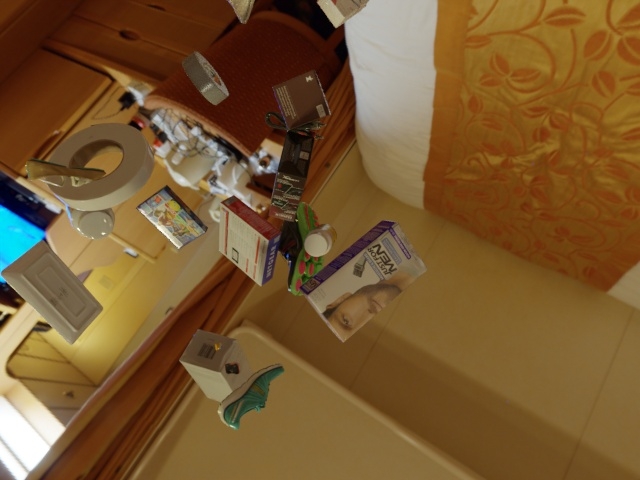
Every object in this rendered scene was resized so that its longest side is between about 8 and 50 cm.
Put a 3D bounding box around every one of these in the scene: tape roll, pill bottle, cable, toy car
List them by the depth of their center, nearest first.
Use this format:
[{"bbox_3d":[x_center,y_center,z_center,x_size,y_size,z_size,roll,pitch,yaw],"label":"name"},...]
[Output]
[{"bbox_3d":[-0.306,0.395,1.357,0.041,0.060,0.121,-13,-101,-65],"label":"toy car"},{"bbox_3d":[-0.839,-0.290,1.532,0.392,0.392,0.072,29,156,19],"label":"tape roll"},{"bbox_3d":[-0.496,-0.702,1.736,0.219,0.072,0.219,53,-167,-18],"label":"tape roll"},{"bbox_3d":[-1.001,-0.112,1.751,0.302,0.169,0.169,32,169,47],"label":"pill bottle"},{"bbox_3d":[0.000,0.000,1.755,0.119,0.119,0.208,33,-164,4],"label":"pill bottle"},{"bbox_3d":[-0.111,-0.496,1.762,0.288,0.072,0.139,15,116,28],"label":"cable"}]

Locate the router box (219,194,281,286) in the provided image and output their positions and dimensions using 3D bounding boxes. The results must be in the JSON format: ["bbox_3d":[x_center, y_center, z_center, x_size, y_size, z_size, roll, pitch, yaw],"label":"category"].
[{"bbox_3d":[-0.335,0.008,1.843,0.301,0.082,0.335,38,140,18],"label":"router box"}]

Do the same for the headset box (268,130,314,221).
[{"bbox_3d":[-0.116,-0.230,1.533,0.110,0.217,0.293,13,146,-7],"label":"headset box"}]

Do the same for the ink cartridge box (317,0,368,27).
[{"bbox_3d":[0.098,-0.895,1.484,0.115,0.198,0.067,49,154,-12],"label":"ink cartridge box"}]

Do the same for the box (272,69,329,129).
[{"bbox_3d":[-0.066,-0.537,1.547,0.203,0.167,0.168,-80,-30,-73],"label":"box"}]

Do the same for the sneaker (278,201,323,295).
[{"bbox_3d":[-0.110,0.048,1.931,0.202,0.482,0.185,-23,142,33],"label":"sneaker"}]

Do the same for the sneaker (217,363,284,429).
[{"bbox_3d":[-0.229,0.546,1.416,0.110,0.275,0.107,42,146,18],"label":"sneaker"}]

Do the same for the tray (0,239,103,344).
[{"bbox_3d":[-0.708,0.142,1.088,0.030,0.145,0.270,-9,123,22],"label":"tray"}]

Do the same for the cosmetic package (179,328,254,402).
[{"bbox_3d":[-0.417,0.548,1.681,0.197,0.155,0.365,11,140,15],"label":"cosmetic package"}]

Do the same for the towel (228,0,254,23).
[{"bbox_3d":[-0.317,-1.074,1.651,0.187,0.049,0.282,61,143,13],"label":"towel"}]

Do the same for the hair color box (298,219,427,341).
[{"bbox_3d":[0.128,0.113,1.181,0.185,0.339,0.110,54,170,-16],"label":"hair color box"}]

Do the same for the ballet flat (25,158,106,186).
[{"bbox_3d":[-0.805,-0.206,1.274,0.080,0.073,0.232,4,-178,34],"label":"ballet flat"}]

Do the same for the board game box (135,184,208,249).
[{"bbox_3d":[-0.506,-0.075,1.371,0.201,0.136,0.035,52,-159,-26],"label":"board game box"}]
